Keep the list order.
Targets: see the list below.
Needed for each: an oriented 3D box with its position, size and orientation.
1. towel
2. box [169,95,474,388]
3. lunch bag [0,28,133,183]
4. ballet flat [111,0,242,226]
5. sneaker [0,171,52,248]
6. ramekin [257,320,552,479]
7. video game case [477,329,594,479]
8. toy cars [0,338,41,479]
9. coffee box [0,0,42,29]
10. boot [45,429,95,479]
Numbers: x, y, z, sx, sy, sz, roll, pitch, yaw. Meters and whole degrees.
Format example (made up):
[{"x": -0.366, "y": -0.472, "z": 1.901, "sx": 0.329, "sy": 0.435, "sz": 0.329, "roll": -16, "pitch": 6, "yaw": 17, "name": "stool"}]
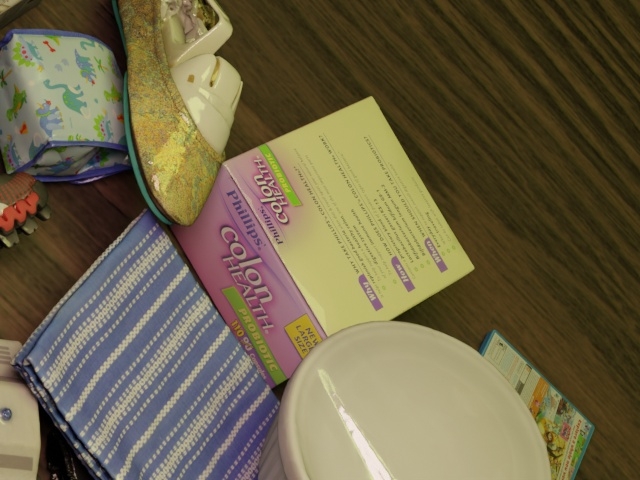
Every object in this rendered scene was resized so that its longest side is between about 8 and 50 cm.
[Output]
[{"x": -0.119, "y": 0.167, "z": 1.722, "sx": 0.336, "sy": 0.040, "sz": 0.243, "roll": 57, "pitch": 39, "yaw": -18, "name": "towel"}, {"x": 0.000, "y": 0.000, "z": 1.919, "sx": 0.243, "sy": 0.117, "sz": 0.214, "roll": -28, "pitch": 86, "yaw": -47, "name": "box"}, {"x": -0.238, "y": -0.126, "z": 1.799, "sx": 0.151, "sy": 0.096, "sz": 0.129, "roll": -6, "pitch": 70, "yaw": -45, "name": "lunch bag"}, {"x": -0.132, "y": -0.162, "z": 1.827, "sx": 0.123, "sy": 0.123, "sz": 0.348, "roll": 23, "pitch": 34, "yaw": -29, "name": "ballet flat"}, {"x": -0.352, "y": -0.021, "z": 1.639, "sx": 0.276, "sy": 0.097, "sz": 0.135, "roll": -29, "pitch": 89, "yaw": -45, "name": "sneaker"}, {"x": 0.066, "y": 0.218, "z": 1.743, "sx": 0.272, "sy": 0.127, "sz": 0.273, "roll": 16, "pitch": 51, "yaw": -21, "name": "ramekin"}, {"x": 0.224, "y": 0.192, "z": 2.075, "sx": 0.166, "sy": 0.015, "sz": 0.119, "roll": 44, "pitch": 45, "yaw": -12, "name": "video game case"}, {"x": -0.323, "y": 0.216, "z": 1.536, "sx": 0.176, "sy": 0.087, "sz": 0.394, "roll": 46, "pitch": 45, "yaw": -11, "name": "toy cars"}, {"x": -0.355, "y": -0.248, "z": 1.767, "sx": 0.141, "sy": 0.098, "sz": 0.246, "roll": 51, "pitch": 44, "yaw": -5, "name": "coffee box"}, {"x": -0.201, "y": 0.177, "z": 1.696, "sx": 0.099, "sy": 0.045, "sz": 0.121, "roll": -3, "pitch": 71, "yaw": -41, "name": "boot"}]
